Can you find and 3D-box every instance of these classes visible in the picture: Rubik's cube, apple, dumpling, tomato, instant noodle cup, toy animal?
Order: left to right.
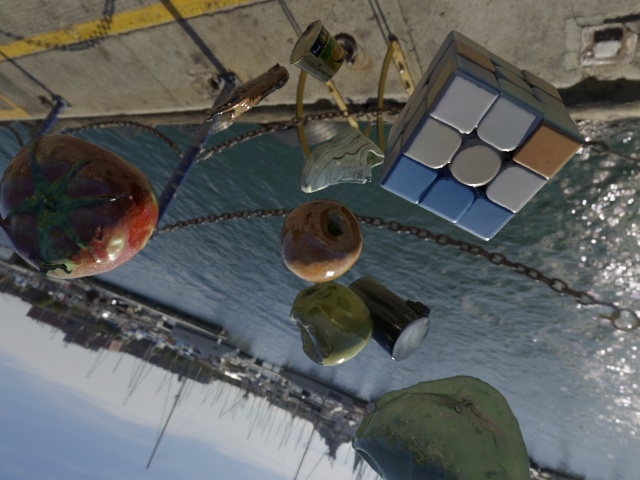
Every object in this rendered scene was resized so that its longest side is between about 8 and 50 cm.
[{"bbox_3d":[-0.496,-0.072,0.943,0.303,0.304,0.239,20,-175,7],"label":"tomato"},{"bbox_3d":[-0.148,-0.302,0.909,0.099,0.241,0.057,-20,112,40],"label":"toy animal"},{"bbox_3d":[-0.003,-0.556,1.320,0.122,0.152,0.151,27,160,-29],"label":"instant noodle cup"},{"bbox_3d":[0.000,0.000,1.135,0.210,0.211,0.188,26,147,-9],"label":"apple"},{"bbox_3d":[0.036,0.268,1.457,0.278,0.279,0.279,20,160,8],"label":"apple"},{"bbox_3d":[0.134,0.215,0.481,0.104,0.149,0.216,30,169,-38],"label":"dumpling"},{"bbox_3d":[0.392,-0.276,1.164,0.344,0.347,0.347,25,129,-7],"label":"Rubik's cube"}]

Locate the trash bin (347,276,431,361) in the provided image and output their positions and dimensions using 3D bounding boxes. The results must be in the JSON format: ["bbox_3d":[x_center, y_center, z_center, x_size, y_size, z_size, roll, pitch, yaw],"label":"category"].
[{"bbox_3d":[0.240,0.287,1.695,0.301,0.252,0.202,35,-174,42],"label":"trash bin"}]

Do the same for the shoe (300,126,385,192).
[{"bbox_3d":[0.089,-0.265,1.588,0.210,0.342,0.132,35,152,24],"label":"shoe"}]
